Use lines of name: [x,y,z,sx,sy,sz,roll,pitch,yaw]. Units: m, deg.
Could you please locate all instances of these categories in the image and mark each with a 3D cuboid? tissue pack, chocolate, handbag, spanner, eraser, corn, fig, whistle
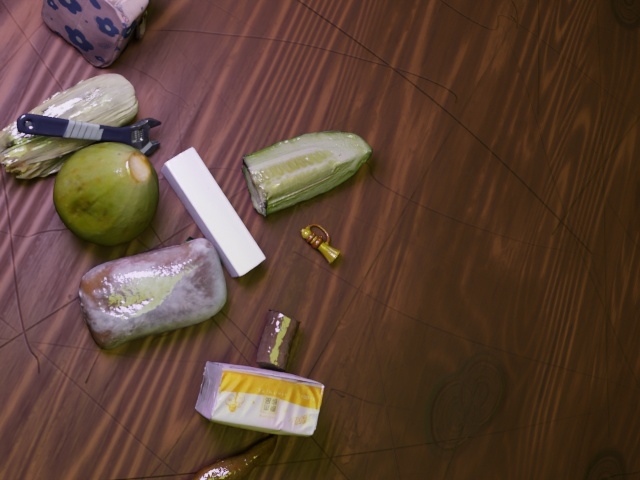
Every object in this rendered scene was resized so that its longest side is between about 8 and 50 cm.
tissue pack: [-0.136,0.340,1.220,0.224,0.185,0.124,15,78,-20]
chocolate: [-0.344,0.114,1.190,0.303,0.100,0.185,-17,99,-21]
handbag: [-0.440,-0.509,1.172,0.190,0.251,0.193,39,61,-20]
spanner: [-0.454,-0.226,1.146,0.315,0.024,0.087,-3,128,-53]
eraser: [-0.244,-0.059,1.282,0.076,0.078,0.298,-35,97,-22]
corn: [-0.520,-0.239,1.165,0.305,0.123,0.122,-39,101,-21]
fig: [-0.427,-0.101,1.128,0.207,0.230,0.208,5,69,-13]
whistle: [0.003,0.001,1.398,0.109,0.046,0.057,45,84,-5]

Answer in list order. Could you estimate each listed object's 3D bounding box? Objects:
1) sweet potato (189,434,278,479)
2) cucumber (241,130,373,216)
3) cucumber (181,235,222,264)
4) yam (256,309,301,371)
sweet potato: [-0.198,0.505,1.243,0.273,0.067,0.067,-23,93,-29]
cucumber: [-0.032,-0.175,1.375,0.325,0.105,0.145,-25,67,-23]
cucumber: [-0.271,0.033,1.278,0.105,0.048,0.048,33,72,-20]
yam: [-0.099,0.233,1.307,0.084,0.084,0.127,22,73,-19]
